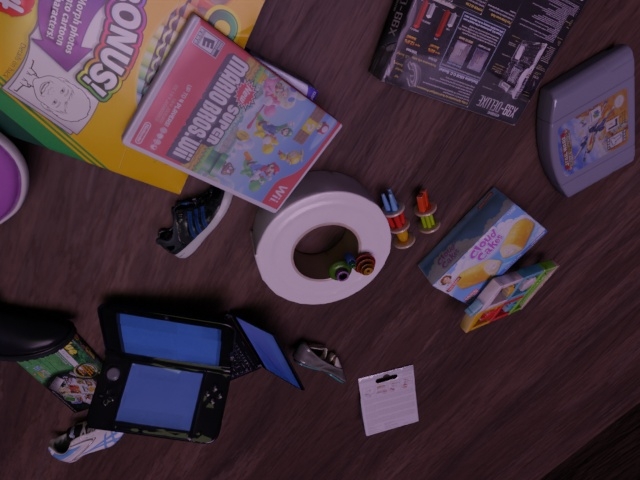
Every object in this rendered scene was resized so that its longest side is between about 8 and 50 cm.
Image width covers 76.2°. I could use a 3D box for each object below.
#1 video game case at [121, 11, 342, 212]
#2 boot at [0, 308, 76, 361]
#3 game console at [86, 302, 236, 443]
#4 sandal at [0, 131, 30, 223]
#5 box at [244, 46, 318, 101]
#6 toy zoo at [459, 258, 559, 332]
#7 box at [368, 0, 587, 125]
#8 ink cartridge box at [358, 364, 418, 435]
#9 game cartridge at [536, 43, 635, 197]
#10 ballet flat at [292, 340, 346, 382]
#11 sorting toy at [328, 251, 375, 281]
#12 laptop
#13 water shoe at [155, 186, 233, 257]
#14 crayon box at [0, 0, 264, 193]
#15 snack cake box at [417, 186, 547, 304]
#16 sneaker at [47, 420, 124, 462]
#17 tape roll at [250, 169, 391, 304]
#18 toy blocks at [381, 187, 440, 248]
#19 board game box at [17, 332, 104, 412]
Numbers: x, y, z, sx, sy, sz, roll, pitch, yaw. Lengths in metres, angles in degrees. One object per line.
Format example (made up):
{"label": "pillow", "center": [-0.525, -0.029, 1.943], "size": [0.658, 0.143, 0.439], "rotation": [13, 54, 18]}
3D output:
{"label": "video game case", "center": [-0.124, -0.172, 0.641], "size": [0.285, 0.025, 0.204], "rotation": [24, 114, -41]}
{"label": "boot", "center": [-0.630, 0.136, 0.778], "size": [0.246, 0.094, 0.207], "rotation": [-3, 129, -7]}
{"label": "game console", "center": [-0.348, 0.294, 0.884], "size": [0.293, 0.250, 0.173], "rotation": [10, 158, -4]}
{"label": "sandal", "center": [-0.590, -0.030, 0.618], "size": [0.416, 0.102, 0.169], "rotation": [-30, 139, 25]}
{"label": "box", "center": [-0.096, -0.233, 0.689], "size": [0.137, 0.072, 0.126], "rotation": [19, 117, -26]}
{"label": "toy zoo", "center": [0.488, 0.152, 1.089], "size": [0.293, 0.030, 0.192], "rotation": [-12, 138, -28]}
{"label": "box", "center": [0.270, -0.359, 0.705], "size": [0.307, 0.076, 0.242], "rotation": [8, 122, -21]}
{"label": "ink cartridge box", "center": [0.218, 0.510, 1.332], "size": [0.189, 0.066, 0.232], "rotation": [-12, 106, -7]}
{"label": "game cartridge", "center": [0.582, -0.239, 0.897], "size": [0.198, 0.062, 0.297], "rotation": [-34, 127, 3]}
{"label": "ballet flat", "center": [0.014, 0.335, 1.129], "size": [0.213, 0.072, 0.068], "rotation": [36, 78, -36]}
{"label": "sorting toy", "center": [0.067, 0.059, 0.837], "size": [0.102, 0.042, 0.061], "rotation": [-21, 128, -1]}
{"label": "laptop", "center": [-0.206, 0.304, 0.994], "size": [0.264, 0.136, 0.234], "rotation": [-22, 127, -4]}
{"label": "water shoe", "center": [-0.241, -0.048, 0.777], "size": [0.080, 0.073, 0.203], "rotation": [30, 111, -29]}
{"label": "crayon box", "center": [-0.287, -0.285, 0.575], "size": [0.313, 0.106, 0.363], "rotation": [20, 117, -27]}
{"label": "snack cake box", "center": [0.391, 0.020, 1.000], "size": [0.152, 0.089, 0.264], "rotation": [26, 114, -31]}
{"label": "sneaker", "center": [-0.588, 0.496, 1.052], "size": [0.237, 0.085, 0.086], "rotation": [-30, 132, 4]}
{"label": "tape roll", "center": [0.000, 0.000, 0.866], "size": [0.286, 0.100, 0.286], "rotation": [-8, 127, -11]}
{"label": "toy blocks", "center": [0.195, -0.067, 0.895], "size": [0.123, 0.054, 0.148], "rotation": [-31, 129, -4]}
{"label": "board game box", "center": [-0.582, 0.306, 0.956], "size": [0.136, 0.030, 0.259], "rotation": [-17, 127, -2]}
